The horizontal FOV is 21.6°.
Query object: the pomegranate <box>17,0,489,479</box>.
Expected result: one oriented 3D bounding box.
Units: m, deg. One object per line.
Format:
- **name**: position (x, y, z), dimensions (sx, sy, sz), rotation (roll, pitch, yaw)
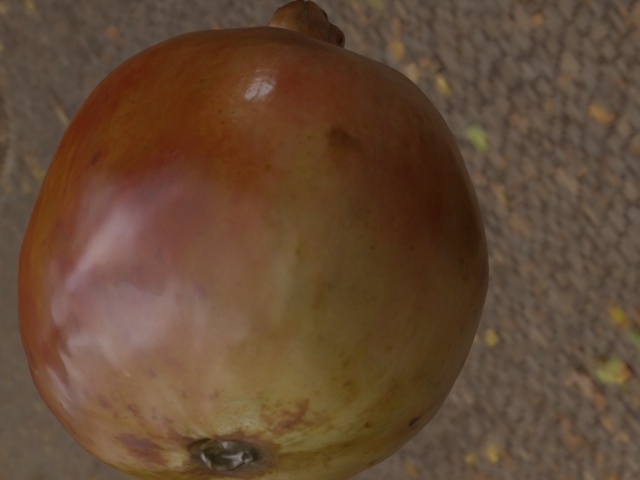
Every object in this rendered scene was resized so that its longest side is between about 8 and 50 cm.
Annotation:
- **pomegranate**: position (-0.034, -0.004, 0.884), dimensions (0.229, 0.270, 0.252), rotation (20, 148, -24)
